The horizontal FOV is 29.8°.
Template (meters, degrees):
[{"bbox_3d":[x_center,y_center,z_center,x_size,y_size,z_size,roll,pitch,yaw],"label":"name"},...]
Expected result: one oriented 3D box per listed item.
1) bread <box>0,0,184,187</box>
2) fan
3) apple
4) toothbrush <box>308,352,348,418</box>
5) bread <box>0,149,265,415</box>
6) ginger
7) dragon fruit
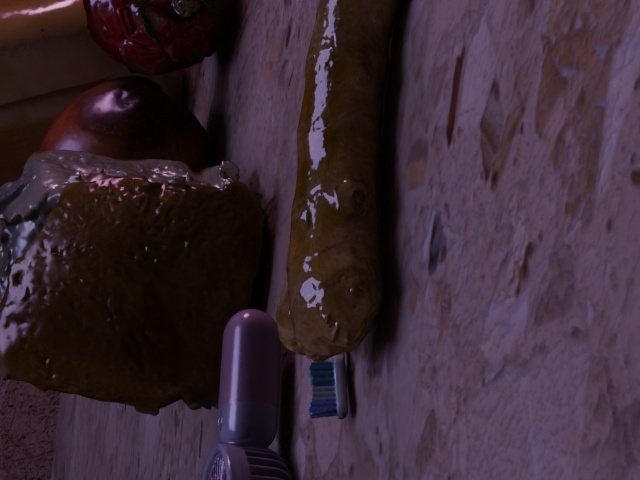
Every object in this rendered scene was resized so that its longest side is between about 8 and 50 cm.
[{"bbox_3d":[-0.385,-0.217,1.709,0.348,0.376,0.253,74,-175,-50],"label":"bread"},{"bbox_3d":[-0.066,0.179,1.012,0.130,0.074,0.244,136,138,-67],"label":"fan"},{"bbox_3d":[-0.230,-0.086,1.441,0.230,0.230,0.230,-174,90,-74],"label":"apple"},{"bbox_3d":[0.002,0.000,0.935,0.030,0.030,0.304,118,156,-53],"label":"toothbrush"},{"bbox_3d":[-0.202,0.031,1.212,0.225,0.279,0.250,-108,26,-85],"label":"bread"},{"bbox_3d":[0.017,-0.064,0.830,0.118,0.065,0.299,1,82,64],"label":"ginger"},{"bbox_3d":[-0.194,-0.300,1.454,0.274,0.193,0.192,-126,18,-68],"label":"dragon fruit"}]
